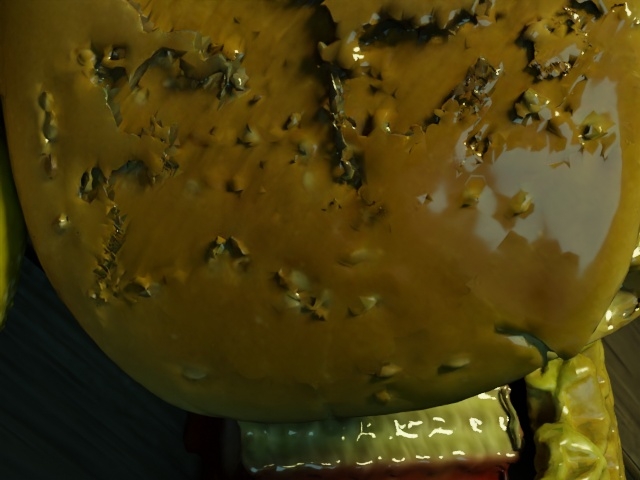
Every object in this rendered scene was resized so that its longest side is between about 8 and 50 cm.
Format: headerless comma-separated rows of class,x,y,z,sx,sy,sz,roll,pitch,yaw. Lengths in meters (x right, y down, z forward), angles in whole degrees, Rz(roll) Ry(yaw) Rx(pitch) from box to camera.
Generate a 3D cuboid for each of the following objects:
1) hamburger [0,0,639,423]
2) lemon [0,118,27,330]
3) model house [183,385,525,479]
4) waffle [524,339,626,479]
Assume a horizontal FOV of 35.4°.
hamburger,0.013,-0.063,0.466,0.305,0.174,0.284,-12,88,17
lemon,-0.276,0.014,0.454,0.245,0.245,0.320,40,74,-26
model house,0.015,0.149,0.659,0.196,0.160,0.254,4,81,-19
waffle,0.174,0.153,0.676,0.057,0.229,0.219,-8,113,16
